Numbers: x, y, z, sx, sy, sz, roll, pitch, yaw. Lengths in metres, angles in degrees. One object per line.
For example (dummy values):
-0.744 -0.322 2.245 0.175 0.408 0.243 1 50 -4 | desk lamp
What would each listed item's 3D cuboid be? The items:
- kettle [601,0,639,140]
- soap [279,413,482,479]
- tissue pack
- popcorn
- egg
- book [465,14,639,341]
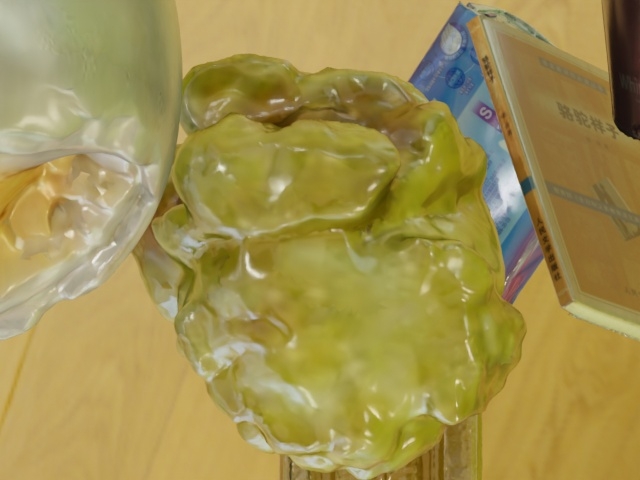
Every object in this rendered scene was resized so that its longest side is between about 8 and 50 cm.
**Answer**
0.198 -0.165 0.855 0.144 0.202 0.232 -20 113 -22 | kettle
0.054 0.141 1.646 0.173 0.089 0.274 0 80 9 | soap
0.154 -0.069 1.876 0.198 0.146 0.263 38 107 16 | tissue pack
0.000 0.000 1.199 0.235 0.250 0.242 -1 109 -6 | popcorn
-0.146 -0.081 0.678 0.183 0.217 0.183 -21 149 -13 | egg
0.188 -0.034 1.309 0.170 0.242 0.018 19 134 -38 | book
